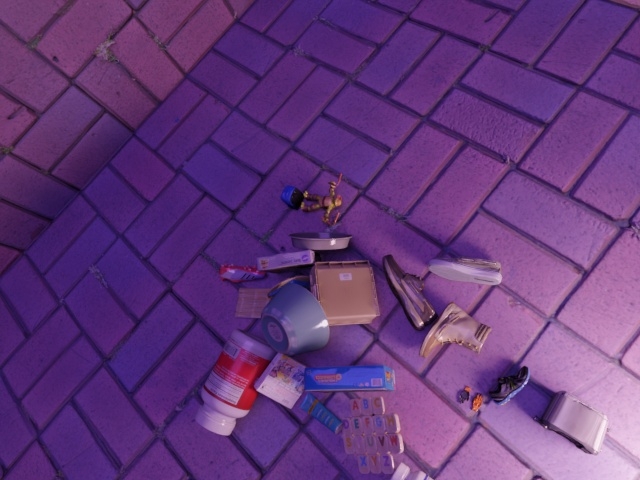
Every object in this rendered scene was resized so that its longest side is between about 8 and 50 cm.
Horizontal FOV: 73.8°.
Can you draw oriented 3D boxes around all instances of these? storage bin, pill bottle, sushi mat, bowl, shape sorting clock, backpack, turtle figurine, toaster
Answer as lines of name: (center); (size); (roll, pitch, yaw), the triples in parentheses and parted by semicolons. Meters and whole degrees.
storage bin: (0.098, 0.228, 1.863); (0.263, 0.123, 0.260); (-1, 67, -13)
pill bottle: (0.381, 0.948, 1.552); (0.272, 0.152, 0.152); (30, 82, 24)
sushi mat: (-0.264, 0.303, 2.063); (0.317, 0.019, 0.151); (-1, 71, 17)
pill bottle: (-0.372, 0.615, 1.865); (0.229, 0.229, 0.407); (23, 79, 23)
bowl: (-0.129, 0.350, 1.761); (0.312, 0.311, 0.163); (39, 43, 25)
shape sorting clock: (-0.144, 0.212, 1.932); (0.207, 0.206, 0.040); (-24, 68, 8)
backpack: (-0.152, -0.221, 2.165); (0.101, 0.120, 0.097); (14, 76, 21)
turtle figurine: (0.020, -0.203, 2.125); (0.218, 0.087, 0.269); (4, 80, 26)
toaster: (0.898, 0.641, 1.522); (0.227, 0.129, 0.146); (28, 77, 26)

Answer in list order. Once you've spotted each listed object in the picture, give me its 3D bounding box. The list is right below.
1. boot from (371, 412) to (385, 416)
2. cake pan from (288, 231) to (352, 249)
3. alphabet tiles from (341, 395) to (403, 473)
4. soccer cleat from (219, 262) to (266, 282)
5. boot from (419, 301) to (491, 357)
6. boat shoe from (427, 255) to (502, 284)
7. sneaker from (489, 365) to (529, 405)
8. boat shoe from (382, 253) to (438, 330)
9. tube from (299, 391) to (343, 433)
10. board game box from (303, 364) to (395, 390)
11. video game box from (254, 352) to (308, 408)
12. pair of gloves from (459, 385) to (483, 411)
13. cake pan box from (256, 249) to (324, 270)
boot: (0.248, 0.711, 1.701); (0.099, 0.121, 0.045); (22, 73, 19)
cake pan: (0.000, 0.000, 1.966); (0.294, 0.293, 0.054); (2, 97, 18)
alphabet tiles: (0.196, 0.763, 1.677); (0.284, 0.021, 0.277); (-25, 62, 39)
soccer cleat: (-0.388, 0.172, 2.127); (0.249, 0.083, 0.094); (6, 102, 14)
boot: (0.546, 0.409, 1.735); (0.204, 0.095, 0.261); (34, 79, 24)
boat shoe: (0.617, 0.117, 1.827); (0.303, 0.109, 0.094); (12, 59, 12)
sneaker: (0.728, 0.549, 1.639); (0.188, 0.067, 0.078); (-44, 71, 1)
boat shoe: (0.386, 0.212, 1.850); (0.131, 0.132, 0.355); (-25, 74, -4)
tube: (0.005, 0.733, 1.804); (0.207, 0.052, 0.080); (26, 73, 37)
board game box: (0.126, 0.554, 1.693); (0.309, 0.302, 0.086); (-6, 68, 14)
video game box: (-0.150, 0.597, 1.827); (0.187, 0.205, 0.048); (-52, 28, -4)
pair of gloves: (0.595, 0.625, 1.683); (0.083, 0.010, 0.074); (25, 80, 24)
cake pan box: (-0.126, 0.099, 1.970); (0.267, 0.246, 0.070); (-9, 82, 12)
